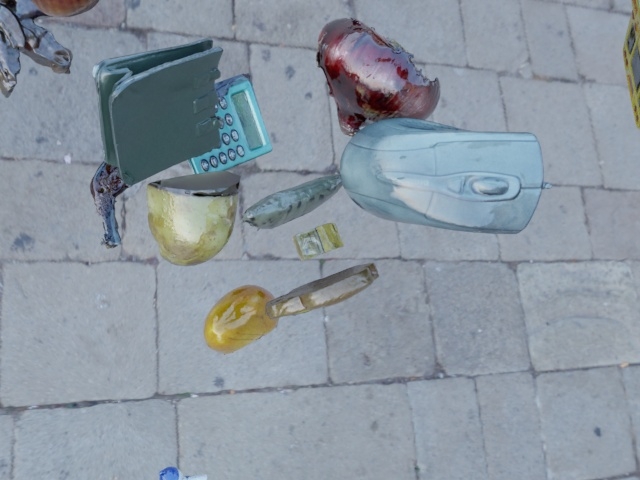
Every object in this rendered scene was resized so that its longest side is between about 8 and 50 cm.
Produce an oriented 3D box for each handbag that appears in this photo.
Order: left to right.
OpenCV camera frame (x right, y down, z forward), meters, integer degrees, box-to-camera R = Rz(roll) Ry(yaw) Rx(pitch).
[{"bbox_3d":[-0.304,-0.256,1.146,0.260,0.247,0.079,-32,63,-33],"label":"handbag"}]

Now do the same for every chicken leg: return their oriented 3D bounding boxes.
[{"bbox_3d":[-0.448,-0.109,1.273,0.106,0.051,0.253,15,78,-11],"label":"chicken leg"}]

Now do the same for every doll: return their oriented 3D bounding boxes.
[{"bbox_3d":[-0.281,0.499,1.188,0.099,0.057,0.143,-32,128,3],"label":"doll"}]

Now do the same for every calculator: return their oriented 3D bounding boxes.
[{"bbox_3d":[-0.291,-0.333,1.715,0.274,0.058,0.248,-25,111,-17],"label":"calculator"}]

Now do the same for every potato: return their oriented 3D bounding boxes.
[{"bbox_3d":[-0.126,-0.014,0.617,0.096,0.066,0.103,-15,119,-32],"label":"potato"}]

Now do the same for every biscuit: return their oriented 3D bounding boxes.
[{"bbox_3d":[0.000,0.094,1.032,0.208,0.290,0.041,-21,89,-14],"label":"biscuit"}]

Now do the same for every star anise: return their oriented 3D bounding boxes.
[{"bbox_3d":[-0.493,-0.358,0.951,0.214,0.099,0.220,-37,120,-10],"label":"star anise"}]

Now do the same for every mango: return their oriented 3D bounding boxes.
[{"bbox_3d":[-0.179,0.173,1.292,0.154,0.252,0.126,-41,80,17],"label":"mango"}]

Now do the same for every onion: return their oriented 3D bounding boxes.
[{"bbox_3d":[0.087,-0.298,1.123,0.272,0.272,0.195,38,97,-6],"label":"onion"}]

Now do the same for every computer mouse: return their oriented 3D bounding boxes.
[{"bbox_3d":[0.207,-0.107,1.004,0.371,0.122,0.188,7,108,13],"label":"computer mouse"}]

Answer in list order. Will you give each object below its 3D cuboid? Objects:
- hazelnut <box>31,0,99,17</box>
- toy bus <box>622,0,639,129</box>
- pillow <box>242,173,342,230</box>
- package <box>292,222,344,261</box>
[{"bbox_3d":[-0.211,-0.226,0.481,0.086,0.086,0.086,5,74,-18],"label":"hazelnut"},{"bbox_3d":[0.487,-0.206,0.567,0.331,0.151,0.145,-6,73,16],"label":"toy bus"},{"bbox_3d":[-0.054,-0.066,1.101,0.241,0.093,0.051,-26,70,-36],"label":"pillow"},{"bbox_3d":[0.000,0.000,1.462,0.131,0.047,0.071,-17,84,-23],"label":"package"}]
